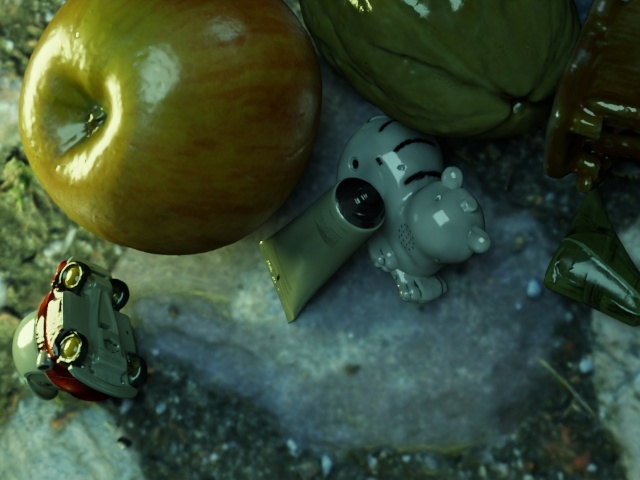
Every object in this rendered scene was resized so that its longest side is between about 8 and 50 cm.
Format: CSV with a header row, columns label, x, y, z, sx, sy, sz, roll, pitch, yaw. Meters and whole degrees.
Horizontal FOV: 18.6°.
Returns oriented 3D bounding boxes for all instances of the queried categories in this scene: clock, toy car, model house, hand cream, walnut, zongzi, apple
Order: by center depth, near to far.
label,x,y,z,sx,sy,sz,roll,pitch,yaw
model house,0.321,-0.109,1.685,0.229,0.199,0.219,15,62,18
walnut,0.107,-0.218,1.768,0.283,0.283,0.227,51,117,20
zongzi,0.270,0.013,1.774,0.104,0.052,0.113,26,72,12
clock,0.089,-0.044,1.791,0.117,0.080,0.176,-45,64,45
apple,-0.142,-0.123,1.797,0.286,0.233,0.286,4,97,36
hand cream,0.000,0.000,1.805,0.186,0.054,0.087,-42,63,49
toy car,-0.241,0.095,1.871,0.112,0.112,0.139,-22,62,26
